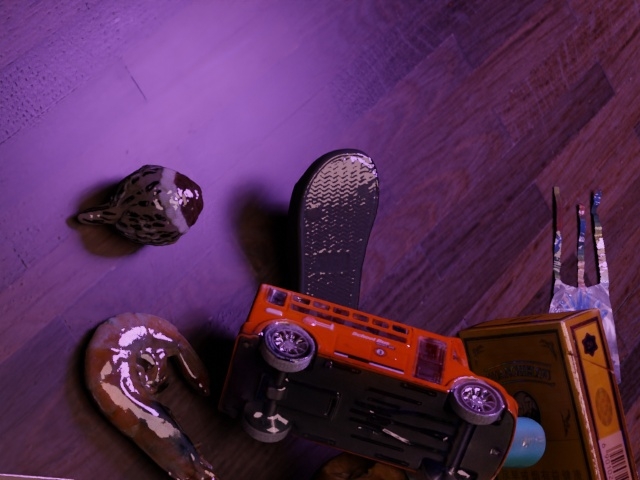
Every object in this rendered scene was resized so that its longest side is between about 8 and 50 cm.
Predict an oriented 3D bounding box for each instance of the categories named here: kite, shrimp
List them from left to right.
[{"bbox_3d":[-0.167,0.187,1.665,0.143,0.052,0.251,-48,112,-37],"label":"shrimp"},{"bbox_3d":[0.376,0.073,2.160,0.169,0.015,0.310,-1,84,-39],"label":"kite"}]

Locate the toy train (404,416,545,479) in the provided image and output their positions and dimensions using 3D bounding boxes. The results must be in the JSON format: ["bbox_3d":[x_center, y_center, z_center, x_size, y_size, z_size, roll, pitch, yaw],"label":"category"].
[{"bbox_3d":[0.167,0.261,1.865,0.248,0.159,0.101,5,75,-38],"label":"toy train"}]

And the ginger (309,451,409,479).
[{"bbox_3d":[-0.015,0.409,1.684,0.357,0.152,0.274,-29,127,-49],"label":"ginger"}]

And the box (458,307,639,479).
[{"bbox_3d":[0.306,0.249,1.956,0.084,0.193,0.301,-15,92,-41],"label":"box"}]

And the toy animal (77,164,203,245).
[{"bbox_3d":[-0.195,-0.038,1.649,0.137,0.098,0.098,-10,89,-40],"label":"toy animal"}]

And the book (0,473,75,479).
[{"bbox_3d":[-0.360,0.312,1.500,0.231,0.026,0.161,13,76,-38],"label":"book"}]

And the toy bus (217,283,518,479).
[{"bbox_3d":[0.061,0.168,1.693,0.329,0.143,0.153,16,37,1],"label":"toy bus"}]

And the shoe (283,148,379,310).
[{"bbox_3d":[0.000,0.000,1.820,0.108,0.093,0.241,1,104,-23],"label":"shoe"}]
